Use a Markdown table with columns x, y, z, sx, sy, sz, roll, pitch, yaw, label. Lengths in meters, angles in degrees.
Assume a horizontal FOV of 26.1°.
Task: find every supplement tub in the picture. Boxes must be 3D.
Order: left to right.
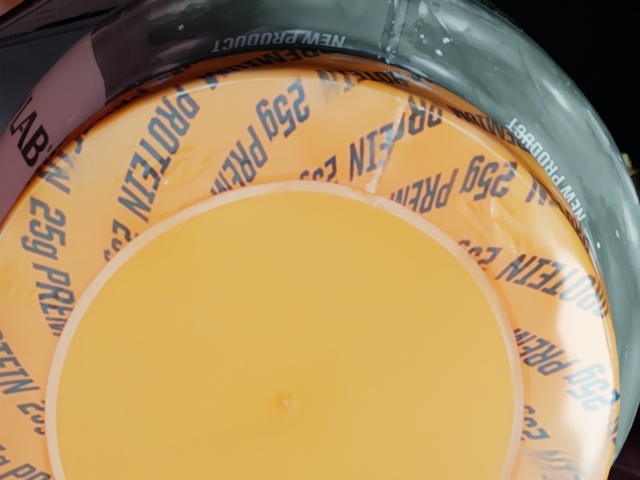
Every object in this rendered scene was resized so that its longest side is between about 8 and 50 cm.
| x | y | z | sx | sy | sz | roll | pitch | yaw | label |
| --- | --- | --- | --- | --- | --- | --- | --- | --- | --- |
| 0.000 | 0.000 | 0.494 | 0.338 | 0.207 | 0.207 | -76 | -30 | -77 | supplement tub |

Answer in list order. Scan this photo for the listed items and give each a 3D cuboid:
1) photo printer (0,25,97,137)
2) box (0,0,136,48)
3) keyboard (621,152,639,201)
| x | y | z | sx | sy | sz | roll | pitch | yaw | label |
| --- | --- | --- | --- | --- | --- | --- | --- | --- | --- |
| -0.250 | -0.093 | 0.907 | 0.256 | 0.307 | 0.107 | 47 | 124 | 35 | photo printer |
| -0.104 | -0.176 | 0.743 | 0.290 | 0.169 | 0.087 | -2 | 106 | 63 | box |
| 0.199 | 0.053 | 0.416 | 0.201 | 0.033 | 0.317 | -2 | 110 | 29 | keyboard |
